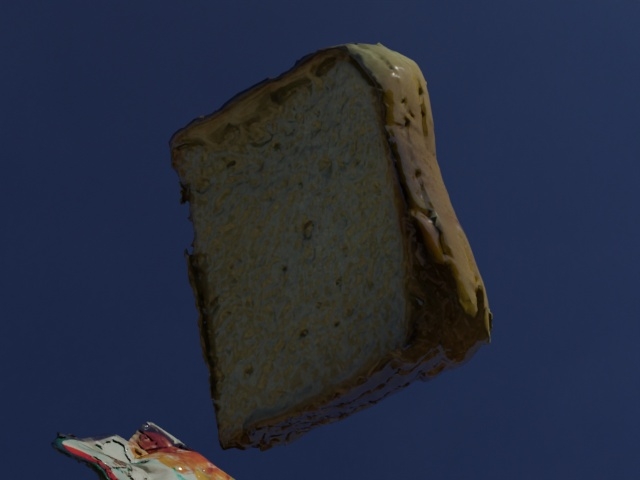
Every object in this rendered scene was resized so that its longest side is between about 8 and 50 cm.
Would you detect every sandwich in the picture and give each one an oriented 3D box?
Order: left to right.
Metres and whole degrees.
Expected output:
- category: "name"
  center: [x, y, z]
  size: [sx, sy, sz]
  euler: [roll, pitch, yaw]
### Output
- category: "sandwich"
  center: [0.001, 0.000, 1.074]
  size: [0.087, 0.251, 0.226]
  euler: [10, -32, -46]

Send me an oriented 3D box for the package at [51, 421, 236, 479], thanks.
- category: "package"
  center: [-0.106, 0.196, 1.197]
  size: [0.166, 0.232, 0.040]
  euler: [33, -88, 16]
